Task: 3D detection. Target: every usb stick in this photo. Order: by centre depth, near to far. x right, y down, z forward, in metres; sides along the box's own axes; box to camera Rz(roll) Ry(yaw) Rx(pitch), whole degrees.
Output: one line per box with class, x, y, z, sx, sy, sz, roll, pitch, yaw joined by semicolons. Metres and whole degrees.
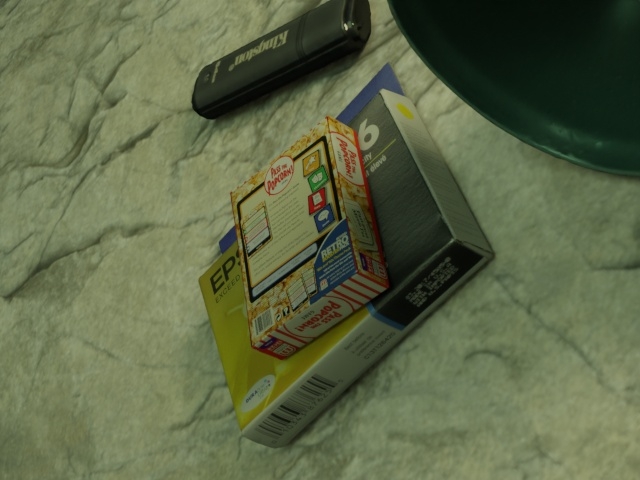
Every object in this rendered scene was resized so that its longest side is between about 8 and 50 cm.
usb stick;-0.049;-0.212;1.532;0.278;0.045;0.077;-20;57;42

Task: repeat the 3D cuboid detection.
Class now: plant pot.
plant pot;0.224;-0.218;1.057;0.293;0.293;0.196;12;63;51

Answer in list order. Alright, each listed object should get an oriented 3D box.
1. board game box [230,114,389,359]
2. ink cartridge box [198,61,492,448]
board game box;-0.015;-0.004;1.277;0.147;0.045;0.193;-36;47;31
ink cartridge box;0.000;0.000;1.344;0.303;0.072;0.307;-46;44;23
